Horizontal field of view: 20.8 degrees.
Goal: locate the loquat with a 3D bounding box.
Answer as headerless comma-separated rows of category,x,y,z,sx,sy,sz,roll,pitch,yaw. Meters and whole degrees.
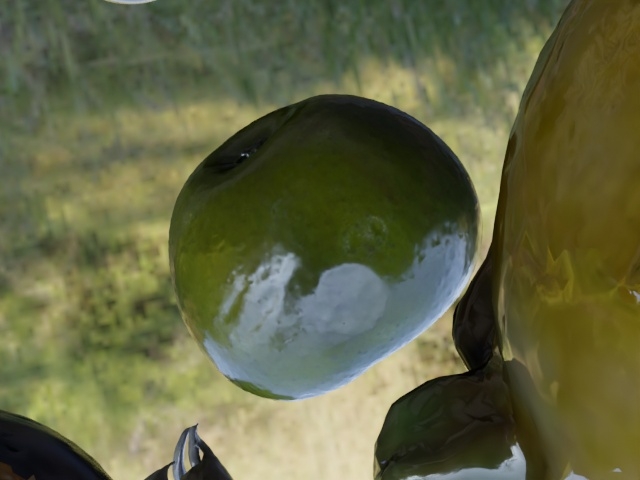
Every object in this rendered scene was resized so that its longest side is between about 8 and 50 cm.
loquat,0.186,0.024,0.608,0.359,0.328,0.328,-18,173,3

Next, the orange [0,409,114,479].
orange,-0.138,0.174,0.645,0.182,0.234,0.234,-3,171,-8

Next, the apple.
apple,0.000,0.000,1.059,0.196,0.157,0.196,-34,-164,11

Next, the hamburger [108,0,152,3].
hamburger,-0.165,-0.282,1.484,0.175,0.175,0.137,-14,-143,9

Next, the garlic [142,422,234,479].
garlic,-0.121,0.304,1.401,0.210,0.292,0.237,-4,139,48
